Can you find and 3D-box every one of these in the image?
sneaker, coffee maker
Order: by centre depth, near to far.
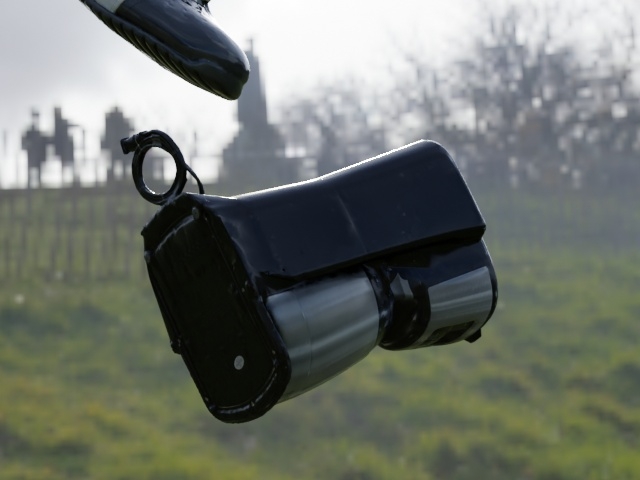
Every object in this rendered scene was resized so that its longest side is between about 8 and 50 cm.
[{"bbox_3d":[0.000,0.000,1.076,0.178,0.171,0.120,-19,11,-38],"label":"coffee maker"},{"bbox_3d":[-0.146,-0.244,1.442,0.146,0.330,0.122,-47,-26,3],"label":"sneaker"}]
